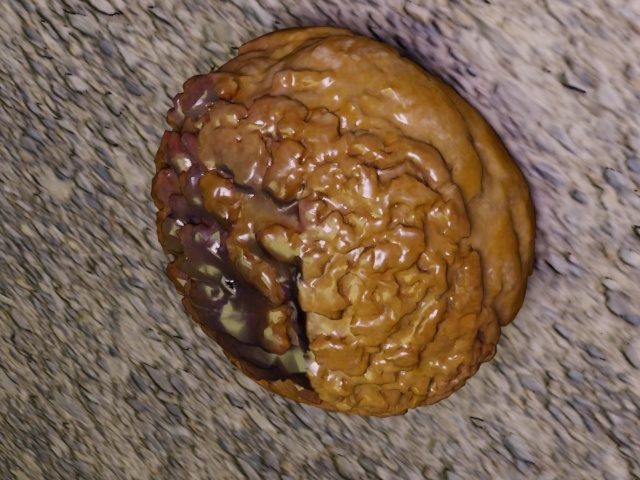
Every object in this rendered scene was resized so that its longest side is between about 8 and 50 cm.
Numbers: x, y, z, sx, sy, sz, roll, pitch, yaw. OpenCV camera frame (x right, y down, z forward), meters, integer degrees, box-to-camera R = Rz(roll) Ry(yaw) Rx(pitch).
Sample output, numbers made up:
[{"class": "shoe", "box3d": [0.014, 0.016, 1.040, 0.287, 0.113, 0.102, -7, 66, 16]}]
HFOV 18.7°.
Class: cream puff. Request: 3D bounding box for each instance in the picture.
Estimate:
[{"class": "cream puff", "box3d": [0.000, 0.000, 1.542, 0.327, 0.231, 0.343, 47, 146, -4]}]
